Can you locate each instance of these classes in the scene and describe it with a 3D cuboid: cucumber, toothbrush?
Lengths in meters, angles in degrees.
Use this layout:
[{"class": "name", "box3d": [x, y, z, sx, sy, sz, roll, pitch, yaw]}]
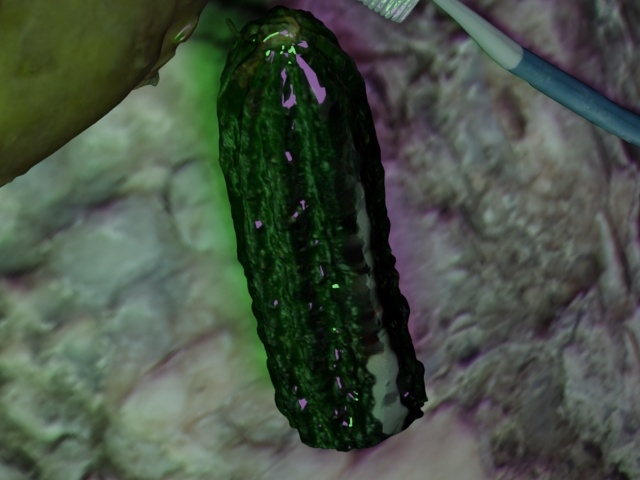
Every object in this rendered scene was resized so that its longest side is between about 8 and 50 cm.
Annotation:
[{"class": "cucumber", "box3d": [-0.001, 0.000, 0.727, 0.077, 0.077, 0.265, -30, 135, -19]}, {"class": "toothbrush", "box3d": [0.100, -0.079, 0.791, 0.275, 0.019, 0.025, 22, 111, -47]}]

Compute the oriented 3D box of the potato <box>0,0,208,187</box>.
[{"class": "potato", "box3d": [-0.158, -0.090, 0.472, 0.296, 0.141, 0.192, -3, 107, -38]}]
